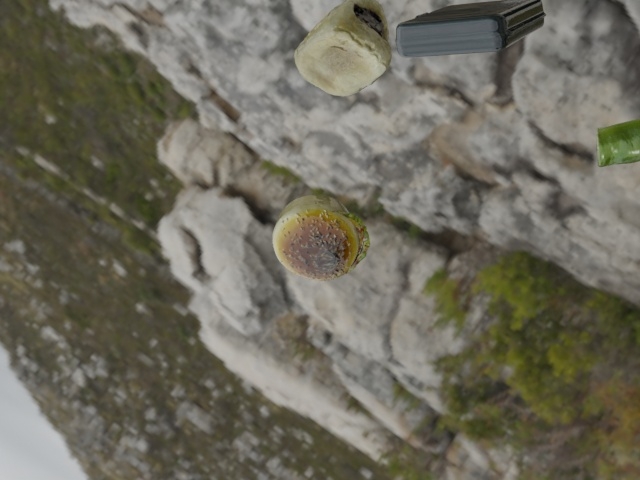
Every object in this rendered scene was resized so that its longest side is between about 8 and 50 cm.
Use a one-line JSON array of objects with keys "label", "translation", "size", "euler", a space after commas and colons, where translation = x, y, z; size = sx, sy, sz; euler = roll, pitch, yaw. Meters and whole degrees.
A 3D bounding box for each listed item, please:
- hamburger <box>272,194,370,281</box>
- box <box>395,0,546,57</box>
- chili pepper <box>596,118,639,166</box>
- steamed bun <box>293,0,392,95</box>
[{"label": "hamburger", "translation": [0.000, 0.000, 1.409], "size": [0.141, 0.126, 0.081], "euler": [24, -150, -21]}, {"label": "box", "translation": [0.214, -0.300, 1.355], "size": [0.160, 0.230, 0.050], "euler": [1, 110, 27]}, {"label": "chili pepper", "translation": [0.355, -0.115, 0.908], "size": [0.050, 0.201, 0.052], "euler": [41, -151, -81]}, {"label": "steamed bun", "translation": [0.052, -0.363, 1.723], "size": [0.141, 0.155, 0.172], "euler": [36, 146, -22]}]
